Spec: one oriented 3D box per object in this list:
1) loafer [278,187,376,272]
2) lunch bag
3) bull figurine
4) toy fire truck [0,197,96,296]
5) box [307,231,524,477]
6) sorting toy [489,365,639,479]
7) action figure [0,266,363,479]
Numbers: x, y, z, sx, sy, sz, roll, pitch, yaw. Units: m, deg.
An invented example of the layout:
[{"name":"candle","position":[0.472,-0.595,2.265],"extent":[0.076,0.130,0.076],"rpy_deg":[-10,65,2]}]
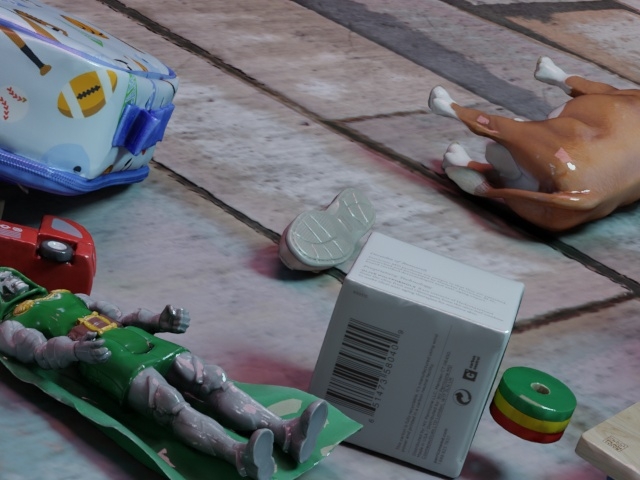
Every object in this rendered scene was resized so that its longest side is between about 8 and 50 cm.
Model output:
[{"name":"loafer","position":[0.000,0.000,1.366],"extent":[0.045,0.039,0.125],"rpy_deg":[52,30,1]},{"name":"lunch bag","position":[-0.216,-0.108,1.295],"extent":[0.243,0.115,0.303],"rpy_deg":[24,7,3]},{"name":"bull figurine","position":[0.224,-0.079,1.619],"extent":[0.188,0.101,0.310],"rpy_deg":[23,20,30]},{"name":"toy fire truck","position":[-0.234,-0.013,1.215],"extent":[0.192,0.047,0.135],"rpy_deg":[13,20,-9]},{"name":"box","position":[0.055,0.066,1.141],"extent":[0.102,0.101,0.087],"rpy_deg":[19,21,5]},{"name":"sorting toy","position":[0.230,0.152,1.111],"extent":[0.274,0.046,0.132],"rpy_deg":[32,27,25]},{"name":"action figure","position":[-0.107,0.070,1.086],"extent":[0.232,0.063,0.137],"rpy_deg":[24,26,30]}]
